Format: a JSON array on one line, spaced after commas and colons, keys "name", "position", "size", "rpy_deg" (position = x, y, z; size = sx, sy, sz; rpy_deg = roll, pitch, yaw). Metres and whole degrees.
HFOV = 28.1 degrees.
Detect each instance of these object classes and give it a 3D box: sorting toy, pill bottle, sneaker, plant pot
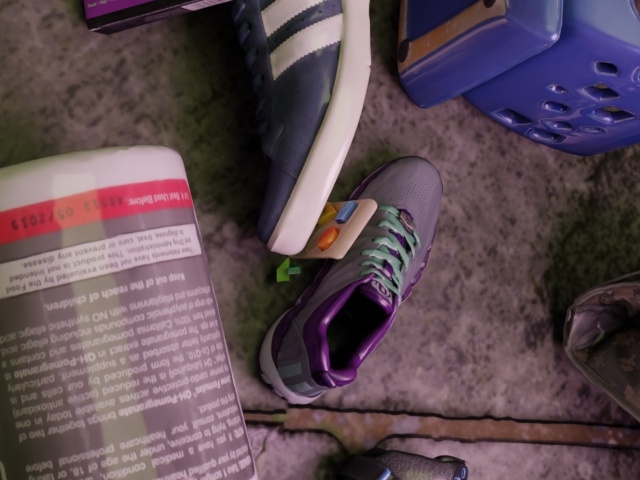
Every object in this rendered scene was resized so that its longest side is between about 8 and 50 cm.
[{"name": "sorting toy", "position": [0.000, 0.000, 0.949], "size": [0.012, 0.062, 0.083], "rpy_deg": [49, 63, -28]}, {"name": "pill bottle", "position": [-0.137, 0.112, 0.793], "size": [0.176, 0.176, 0.318], "rpy_deg": [-13, 88, -29]}, {"name": "sneaker", "position": [0.046, 0.026, 0.949], "size": [0.083, 0.098, 0.223], "rpy_deg": [39, 67, -18]}, {"name": "plant pot", "position": [0.191, -0.211, 0.993], "size": [0.212, 0.236, 0.236], "rpy_deg": [8, 79, -21]}, {"name": "sneaker", "position": [-0.035, -0.168, 0.934], "size": [0.148, 0.131, 0.350], "rpy_deg": [11, 82, -6]}, {"name": "sneaker", "position": [0.102, 0.231, 0.959], "size": [0.217, 0.079, 0.121], "rpy_deg": [35, 69, -18]}]

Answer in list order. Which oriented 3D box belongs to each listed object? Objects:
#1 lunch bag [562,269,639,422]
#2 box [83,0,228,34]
[{"name": "lunch bag", "position": [0.364, 0.090, 1.009], "size": [0.235, 0.287, 0.168], "rpy_deg": [0, 104, -32]}, {"name": "box", "position": [-0.120, -0.236, 0.895], "size": [0.029, 0.116, 0.162], "rpy_deg": [-5, 85, -67]}]
